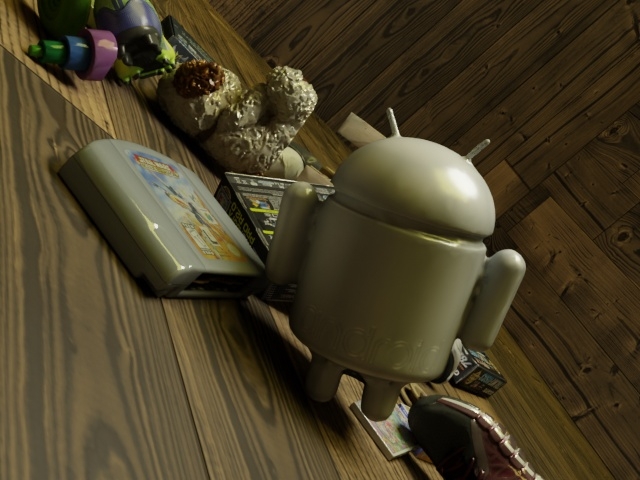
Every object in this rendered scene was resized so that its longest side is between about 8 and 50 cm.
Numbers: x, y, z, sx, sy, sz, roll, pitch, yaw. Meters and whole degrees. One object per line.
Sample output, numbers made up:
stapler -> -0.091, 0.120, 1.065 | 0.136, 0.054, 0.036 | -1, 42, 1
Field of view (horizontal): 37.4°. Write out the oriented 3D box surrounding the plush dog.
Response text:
plush dog -> -0.164, -0.203, 1.542 | 0.225, 0.211, 0.262 | 32, -14, -17

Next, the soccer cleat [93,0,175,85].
soccer cleat -> -0.271, -0.302, 1.370 | 0.289, 0.093, 0.121 | 163, -93, -84

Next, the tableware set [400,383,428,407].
tableware set -> 0.199, 0.289, 1.551 | 0.194, 0.039, 0.128 | 44, 11, -30

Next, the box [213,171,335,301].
box -> 0.000, 0.000, 1.375 | 0.270, 0.060, 0.216 | 5, 38, -35

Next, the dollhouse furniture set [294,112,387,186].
dollhouse furniture set -> 0.053, -0.081, 1.697 | 0.161, 0.242, 0.212 | 37, 8, 5

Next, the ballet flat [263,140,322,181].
ballet flat -> -0.110, -0.174, 1.837 | 0.280, 0.095, 0.096 | 38, 21, -5

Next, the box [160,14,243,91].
box -> -0.244, -0.346, 1.946 | 0.233, 0.059, 0.183 | 45, 9, -26

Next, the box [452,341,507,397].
box -> 0.278, 0.207, 2.124 | 0.293, 0.073, 0.295 | 55, 11, 25

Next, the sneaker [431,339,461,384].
sneaker -> 0.170, 0.180, 1.675 | 0.101, 0.153, 0.269 | 16, -47, 32

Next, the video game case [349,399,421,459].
video game case -> 0.091, 0.248, 1.268 | 0.087, 0.011, 0.122 | 52, 18, 19

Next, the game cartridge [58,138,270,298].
game cartridge -> -0.169, -0.023, 1.079 | 0.198, 0.062, 0.297 | 56, 11, 12

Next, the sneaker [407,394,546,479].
sneaker -> 0.209, 0.332, 1.215 | 0.281, 0.106, 0.162 | 40, 37, 5

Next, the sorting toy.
sorting toy -> -0.395, -0.346, 1.258 | 0.126, 0.127, 0.366 | -4, 50, -41

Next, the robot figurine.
robot figurine -> 0.086, 0.030, 1.127 | 0.299, 0.354, 0.200 | 17, 9, 0

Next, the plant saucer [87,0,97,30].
plant saucer -> -0.395, -0.412, 1.599 | 0.241, 0.037, 0.241 | 48, 9, -10

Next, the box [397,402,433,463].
box -> 0.149, 0.286, 1.384 | 0.136, 0.028, 0.081 | 33, 19, -52
